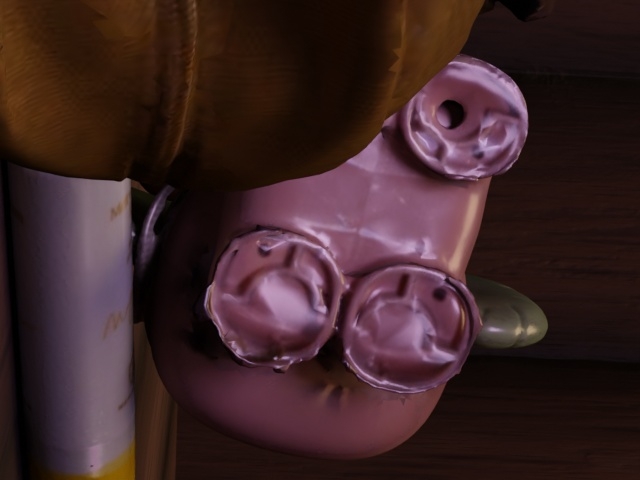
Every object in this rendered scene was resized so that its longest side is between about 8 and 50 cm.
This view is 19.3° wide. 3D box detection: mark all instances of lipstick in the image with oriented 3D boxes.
[{"bbox_3d":[-0.120,0.047,0.924,0.059,0.059,0.264,-89,-178,-48],"label":"lipstick"}]

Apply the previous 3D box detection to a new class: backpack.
[{"bbox_3d":[-0.023,-0.176,0.454,0.378,0.201,0.353,-94,-177,-50],"label":"backpack"}]

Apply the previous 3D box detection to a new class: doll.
[{"bbox_3d":[0.000,0.000,0.998,0.268,0.284,0.216,-151,-103,-79],"label":"doll"}]

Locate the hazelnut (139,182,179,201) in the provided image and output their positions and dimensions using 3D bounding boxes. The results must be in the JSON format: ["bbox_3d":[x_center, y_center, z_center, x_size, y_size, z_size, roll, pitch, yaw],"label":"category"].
[{"bbox_3d":[-0.055,-0.122,1.350,0.208,0.208,0.208,-177,-90,-88],"label":"hazelnut"}]
